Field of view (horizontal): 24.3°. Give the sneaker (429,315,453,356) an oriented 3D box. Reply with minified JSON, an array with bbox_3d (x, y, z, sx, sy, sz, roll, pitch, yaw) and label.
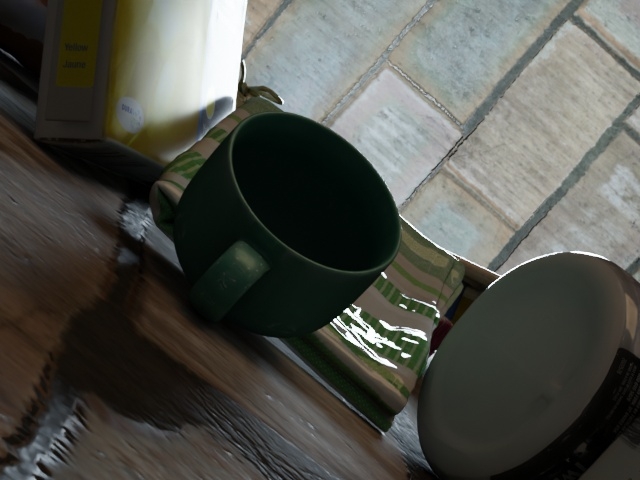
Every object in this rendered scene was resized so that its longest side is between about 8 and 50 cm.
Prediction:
[{"bbox_3d":[0.079,0.076,1.545,0.075,0.063,0.170,50,13,32],"label":"sneaker"}]

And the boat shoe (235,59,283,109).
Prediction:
[{"bbox_3d":[-0.067,-0.100,1.528,0.104,0.089,0.285,25,-23,47],"label":"boat shoe"}]

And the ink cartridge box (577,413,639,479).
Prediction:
[{"bbox_3d":[0.270,0.162,0.864,0.114,0.273,0.197,43,3,-27],"label":"ink cartridge box"}]

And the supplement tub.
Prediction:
[{"bbox_3d":[0.237,0.166,1.075,0.316,0.193,0.193,39,4,-28],"label":"supplement tub"}]

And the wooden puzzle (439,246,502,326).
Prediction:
[{"bbox_3d":[0.149,0.064,1.715,0.348,0.080,0.322,30,-6,-16],"label":"wooden puzzle"}]

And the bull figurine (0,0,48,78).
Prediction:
[{"bbox_3d":[-0.237,-0.199,1.325,0.310,0.101,0.188,38,3,-31],"label":"bull figurine"}]

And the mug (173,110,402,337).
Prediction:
[{"bbox_3d":[-0.038,-0.003,0.934,0.158,0.097,0.129,0,55,-42],"label":"mug"}]

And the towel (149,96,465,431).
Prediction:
[{"bbox_3d":[0.000,0.000,1.146,0.248,0.038,0.325,41,21,-2],"label":"towel"}]

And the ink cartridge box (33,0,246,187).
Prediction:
[{"bbox_3d":[-0.123,-0.200,1.142,0.072,0.307,0.303,6,-4,14],"label":"ink cartridge box"}]
